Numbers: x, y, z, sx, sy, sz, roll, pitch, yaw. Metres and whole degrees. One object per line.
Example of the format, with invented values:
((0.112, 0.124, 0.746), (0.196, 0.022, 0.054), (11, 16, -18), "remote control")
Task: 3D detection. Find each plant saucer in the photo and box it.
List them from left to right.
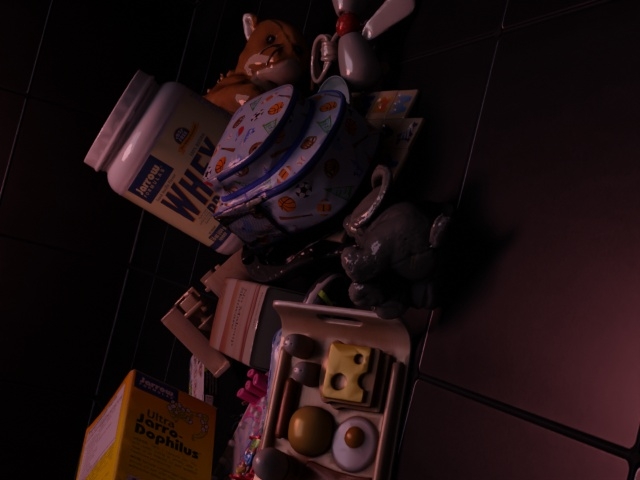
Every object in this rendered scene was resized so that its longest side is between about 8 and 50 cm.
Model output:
((0.025, -0.228, 1.817), (0.119, 0.021, 0.119), (-15, 73, 57), "plant saucer")

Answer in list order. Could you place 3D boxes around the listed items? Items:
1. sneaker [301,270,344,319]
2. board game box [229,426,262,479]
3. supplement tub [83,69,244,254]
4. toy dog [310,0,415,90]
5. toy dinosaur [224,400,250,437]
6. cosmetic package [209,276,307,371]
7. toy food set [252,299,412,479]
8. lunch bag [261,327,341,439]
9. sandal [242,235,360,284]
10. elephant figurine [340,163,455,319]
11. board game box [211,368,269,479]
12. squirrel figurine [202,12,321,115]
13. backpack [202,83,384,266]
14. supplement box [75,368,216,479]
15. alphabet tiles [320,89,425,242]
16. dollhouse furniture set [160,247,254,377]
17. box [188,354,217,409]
((0.006, 0.169, 1.743), (0.097, 0.084, 0.235), (19, 78, 28), "sneaker")
((-0.118, 0.369, 1.736), (0.133, 0.033, 0.169), (-53, 21, 21), "board game box")
((-0.245, -0.146, 1.921), (0.235, 0.325, 0.235), (-55, 12, 18), "supplement tub")
((0.093, -0.436, 1.872), (0.220, 0.161, 0.334), (-160, 71, -68), "toy dog")
((-0.159, 0.359, 2.082), (0.082, 0.047, 0.090), (-61, 5, -16), "toy dinosaur")
((-0.101, 0.158, 1.930), (0.296, 0.129, 0.153), (180, 104, -69), "cosmetic package")
((-0.002, 0.245, 1.477), (0.219, 0.092, 0.306), (4, 77, 30), "toy food set")
((0.000, 0.232, 1.600), (0.176, 0.090, 0.219), (-2, 72, 41), "lunch bag")
((0.000, 0.002, 1.838), (0.445, 0.107, 0.168), (-7, 66, 55), "sandal")
((0.102, -0.023, 1.469), (0.239, 0.186, 0.169), (-89, -18, -48), "elephant figurine")
((-0.143, 0.437, 1.833), (0.390, 0.050, 0.390), (-63, 19, -4), "board game box")
((-0.167, -0.298, 2.256), (0.397, 0.281, 0.370), (14, 83, 68), "squirrel figurine")
((-0.040, -0.130, 1.680), (0.263, 0.213, 0.276), (-13, 47, 38), "backpack")
((-0.329, 0.449, 1.913), (0.194, 0.195, 0.356), (-51, 22, 27), "supplement box")
((0.041, -0.132, 1.763), (0.342, 0.011, 0.285), (10, 71, 60), "alphabet tiles")
((-0.145, 0.100, 2.223), (0.355, 0.174, 0.303), (-42, 5, 7), "dollhouse furniture set")
((-0.274, 0.333, 2.416), (0.207, 0.036, 0.114), (-95, 27, -44), "box")
